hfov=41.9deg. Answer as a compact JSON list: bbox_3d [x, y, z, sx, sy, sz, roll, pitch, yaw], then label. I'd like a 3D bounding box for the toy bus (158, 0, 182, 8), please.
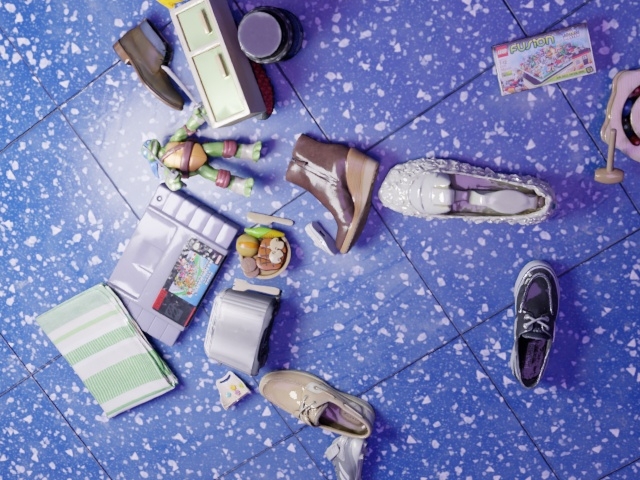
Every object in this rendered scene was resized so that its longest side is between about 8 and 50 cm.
[{"bbox_3d":[-0.333,-0.625,1.839,0.211,0.149,0.220,-13,64,36],"label":"toy bus"}]

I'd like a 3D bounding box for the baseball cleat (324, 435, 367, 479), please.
[{"bbox_3d":[0.059,0.580,2.120,0.109,0.072,0.205,15,100,17],"label":"baseball cleat"}]

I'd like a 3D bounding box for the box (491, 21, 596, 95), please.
[{"bbox_3d":[0.492,-0.400,1.848,0.207,0.036,0.114,-13,101,10],"label":"box"}]

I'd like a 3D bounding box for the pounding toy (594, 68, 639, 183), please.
[{"bbox_3d":[0.695,-0.244,1.798,0.154,0.155,0.269,11,104,9],"label":"pounding toy"}]

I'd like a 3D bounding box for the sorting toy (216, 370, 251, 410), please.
[{"bbox_3d":[-0.224,0.372,2.113,0.083,0.045,0.075,-38,89,14],"label":"sorting toy"}]

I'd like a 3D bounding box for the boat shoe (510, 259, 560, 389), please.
[{"bbox_3d":[0.499,0.200,1.952,0.108,0.102,0.301,8,104,5],"label":"boat shoe"}]

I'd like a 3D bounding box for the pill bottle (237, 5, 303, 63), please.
[{"bbox_3d":[-0.111,-0.446,1.815,0.123,0.219,0.122,2,103,7],"label":"pill bottle"}]

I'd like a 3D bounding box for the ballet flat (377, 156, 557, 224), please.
[{"bbox_3d":[0.332,-0.108,1.887,0.409,0.147,0.147,4,103,7],"label":"ballet flat"}]

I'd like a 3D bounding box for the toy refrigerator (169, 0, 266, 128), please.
[{"bbox_3d":[-0.223,-0.388,1.816,0.102,0.094,0.269,-17,94,25],"label":"toy refrigerator"}]

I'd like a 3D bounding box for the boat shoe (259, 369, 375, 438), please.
[{"bbox_3d":[-0.011,0.407,2.063,0.302,0.098,0.109,22,105,1],"label":"boat shoe"}]

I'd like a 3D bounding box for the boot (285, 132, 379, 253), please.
[{"bbox_3d":[0.015,-0.111,1.964,0.207,0.090,0.248,19,106,14],"label":"boot"}]

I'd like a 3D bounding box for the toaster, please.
[{"bbox_3d":[-0.189,0.208,2.024,0.146,0.129,0.227,15,103,5],"label":"toaster"}]

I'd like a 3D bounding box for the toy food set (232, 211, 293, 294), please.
[{"bbox_3d":[-0.137,0.030,1.985,0.132,0.038,0.192,9,81,4],"label":"toy food set"}]

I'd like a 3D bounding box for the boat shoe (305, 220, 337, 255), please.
[{"bbox_3d":[0.000,0.000,2.005,0.100,0.035,0.035,49,131,-9],"label":"boat shoe"}]

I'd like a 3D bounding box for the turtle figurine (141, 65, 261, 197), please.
[{"bbox_3d":[-0.270,-0.202,1.887,0.266,0.197,0.274,13,135,-10],"label":"turtle figurine"}]

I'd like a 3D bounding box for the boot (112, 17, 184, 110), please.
[{"bbox_3d":[-0.372,-0.406,1.928,0.106,0.082,0.219,-43,93,16],"label":"boot"}]

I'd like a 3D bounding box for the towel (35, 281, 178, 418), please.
[{"bbox_3d":[-0.538,0.281,2.102,0.248,0.038,0.325,-27,104,23],"label":"towel"}]

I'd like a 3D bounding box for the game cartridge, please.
[{"bbox_3d":[-0.372,0.064,2.050,0.230,0.068,0.355,31,105,3],"label":"game cartridge"}]

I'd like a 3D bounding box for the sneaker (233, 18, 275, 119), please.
[{"bbox_3d":[-0.200,-0.383,1.916,0.125,0.104,0.261,-27,91,23],"label":"sneaker"}]
